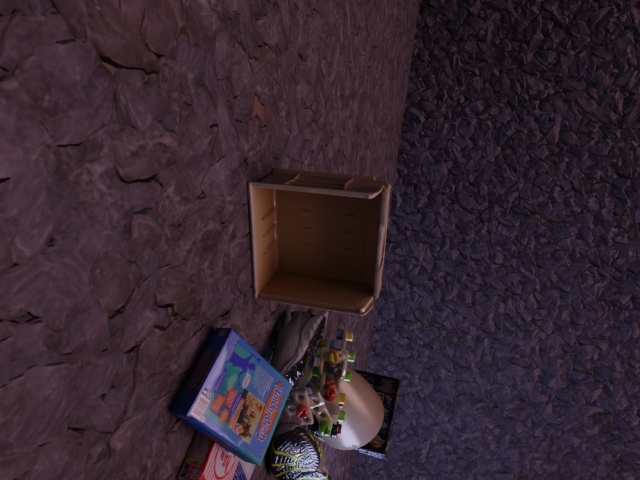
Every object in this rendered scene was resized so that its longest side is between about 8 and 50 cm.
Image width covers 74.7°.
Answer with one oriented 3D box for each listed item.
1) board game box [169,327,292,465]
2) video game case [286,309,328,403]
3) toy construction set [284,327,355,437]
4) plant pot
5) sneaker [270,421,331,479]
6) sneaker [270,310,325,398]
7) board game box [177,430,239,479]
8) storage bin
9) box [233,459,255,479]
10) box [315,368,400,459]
[{"bbox_3d":[-0.148,0.282,0.757,0.210,0.047,0.160,56,43,-34],"label":"board game box"},{"bbox_3d":[-0.037,0.342,1.256,0.227,0.026,0.206,-35,137,-66],"label":"video game case"},{"bbox_3d":[0.017,0.408,1.170,0.328,0.151,0.214,-41,143,-63],"label":"toy construction set"},{"bbox_3d":[0.064,0.541,1.467,0.273,0.257,0.256,66,33,-34],"label":"plant pot"},{"bbox_3d":[-0.071,0.629,1.259,0.147,0.145,0.384,-111,-173,-47],"label":"sneaker"},{"bbox_3d":[-0.083,0.282,1.025,0.271,0.108,0.100,-55,154,-43],"label":"sneaker"},{"bbox_3d":[-0.187,0.373,0.813,0.146,0.045,0.193,74,30,-53],"label":"board game box"},{"bbox_3d":[0.000,0.000,0.870,0.123,0.261,0.261,-58,152,-62],"label":"storage bin"},{"bbox_3d":[-0.165,0.464,0.955,0.225,0.037,0.136,-63,156,-47],"label":"box"},{"bbox_3d":[0.140,0.655,1.631,0.073,0.296,0.293,77,26,-47],"label":"box"}]
